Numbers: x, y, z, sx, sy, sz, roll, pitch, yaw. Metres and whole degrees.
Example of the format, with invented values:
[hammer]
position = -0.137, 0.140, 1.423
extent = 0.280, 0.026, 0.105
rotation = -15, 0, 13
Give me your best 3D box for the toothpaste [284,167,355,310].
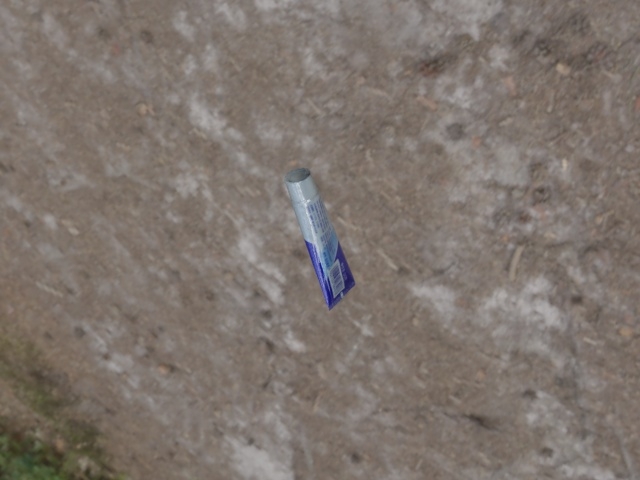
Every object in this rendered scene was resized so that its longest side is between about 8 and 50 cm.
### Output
[toothpaste]
position = 0.000, 0.000, 0.483
extent = 0.015, 0.024, 0.083
rotation = 15, 139, 41
